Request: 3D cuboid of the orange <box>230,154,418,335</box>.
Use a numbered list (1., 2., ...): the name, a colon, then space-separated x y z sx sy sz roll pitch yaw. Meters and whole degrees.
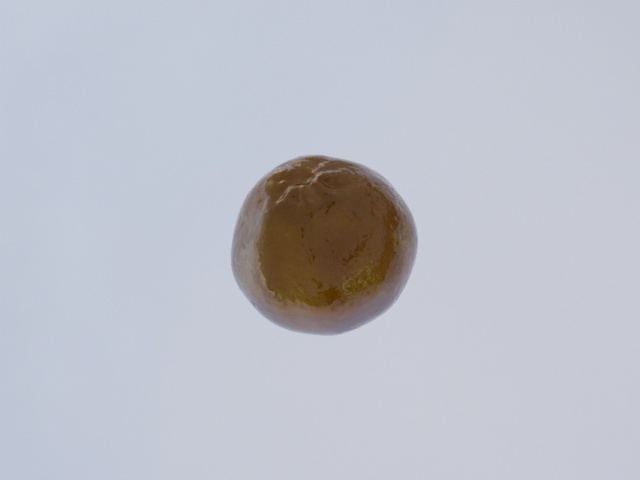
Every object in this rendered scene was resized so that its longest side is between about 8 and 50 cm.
1. orange: 0.000 0.000 1.419 0.159 0.136 0.159 -9 -137 8
